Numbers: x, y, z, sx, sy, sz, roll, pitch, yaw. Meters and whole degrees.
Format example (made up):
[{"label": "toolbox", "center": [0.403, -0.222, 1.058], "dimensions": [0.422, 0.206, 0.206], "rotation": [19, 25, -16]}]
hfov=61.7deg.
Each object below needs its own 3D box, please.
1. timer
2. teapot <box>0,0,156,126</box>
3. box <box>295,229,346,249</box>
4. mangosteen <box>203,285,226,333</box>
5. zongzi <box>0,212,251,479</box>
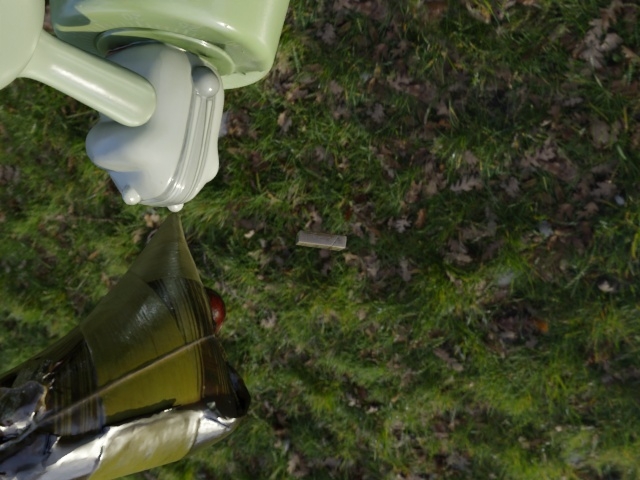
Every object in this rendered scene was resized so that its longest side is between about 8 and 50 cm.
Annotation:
[{"label": "timer", "center": [-0.190, -0.196, 0.652], "dimensions": [0.290, 0.291, 0.315], "rotation": [5, 88, 6]}, {"label": "teapot", "center": [-0.259, -0.179, 0.402], "dimensions": [0.149, 0.318, 0.220], "rotation": [19, 117, 13]}, {"label": "box", "center": [0.000, 0.000, 0.945], "dimensions": [0.083, 0.053, 0.024], "rotation": [9, 83, -6]}, {"label": "mangosteen", "center": [-0.265, 0.164, 1.119], "dimensions": [0.140, 0.140, 0.140], "rotation": [5, 125, 6]}, {"label": "zongzi", "center": [-0.244, 0.093, 0.584], "dimensions": [0.154, 0.317, 0.289], "rotation": [-28, 158, 28]}]
